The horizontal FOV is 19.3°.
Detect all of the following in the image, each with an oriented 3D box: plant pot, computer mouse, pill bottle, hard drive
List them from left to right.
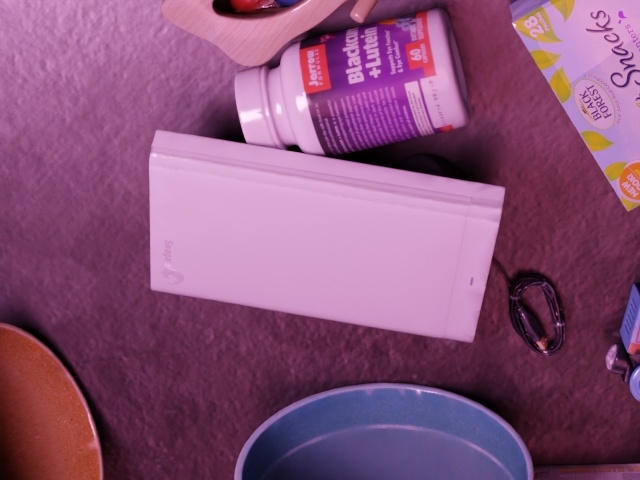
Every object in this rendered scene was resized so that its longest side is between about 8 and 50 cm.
[{"bbox_3d":[-0.378,0.227,1.800,0.254,0.237,0.237,-21,110,29],"label":"plant pot"},{"bbox_3d":[0.000,0.000,1.701,0.307,0.040,0.203,9,142,3],"label":"hard drive"},{"bbox_3d":[0.027,-0.132,1.656,0.193,0.108,0.108,-13,111,10],"label":"pill bottle"},{"bbox_3d":[0.062,0.314,1.771,0.271,0.272,0.255,0,122,5],"label":"plant pot"},{"bbox_3d":[0.150,0.018,1.745,0.071,0.041,0.242,-37,106,17],"label":"computer mouse"}]

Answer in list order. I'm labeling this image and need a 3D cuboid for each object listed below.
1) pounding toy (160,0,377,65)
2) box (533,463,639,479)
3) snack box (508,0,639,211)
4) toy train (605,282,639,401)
[{"bbox_3d":[-0.021,-0.257,1.582,0.269,0.155,0.154,-34,110,17],"label":"pounding toy"},{"bbox_3d":[0.290,0.311,1.847,0.231,0.056,0.183,-2,111,6],"label":"box"},{"bbox_3d":[0.290,-0.157,1.643,0.174,0.070,0.207,-29,107,13],"label":"snack box"},{"bbox_3d":[0.360,0.106,1.745,0.184,0.080,0.105,12,107,0],"label":"toy train"}]
